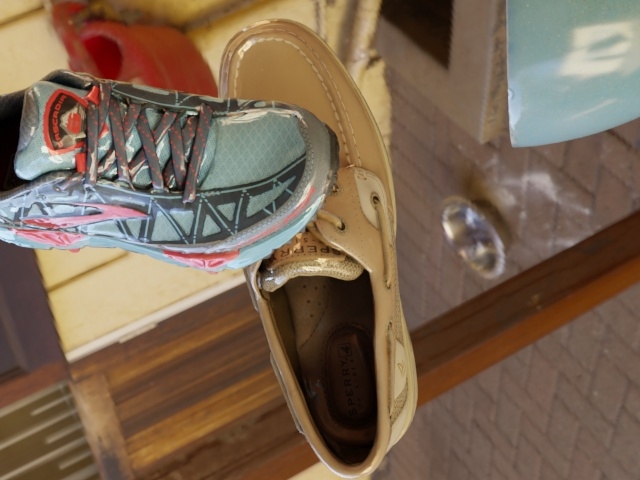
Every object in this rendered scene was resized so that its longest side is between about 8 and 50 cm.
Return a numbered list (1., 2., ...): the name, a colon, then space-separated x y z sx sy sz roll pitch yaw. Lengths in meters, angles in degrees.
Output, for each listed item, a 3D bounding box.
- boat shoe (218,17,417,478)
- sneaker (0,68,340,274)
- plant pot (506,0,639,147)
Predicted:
1. boat shoe: 0.000 0.000 0.718 0.110 0.121 0.341 -27 -80 -80
2. sneaker: -0.121 -0.042 0.571 0.125 0.262 0.104 42 -133 -67
3. plant pot: 0.271 -0.232 0.888 0.290 0.195 0.290 0 -90 -77
